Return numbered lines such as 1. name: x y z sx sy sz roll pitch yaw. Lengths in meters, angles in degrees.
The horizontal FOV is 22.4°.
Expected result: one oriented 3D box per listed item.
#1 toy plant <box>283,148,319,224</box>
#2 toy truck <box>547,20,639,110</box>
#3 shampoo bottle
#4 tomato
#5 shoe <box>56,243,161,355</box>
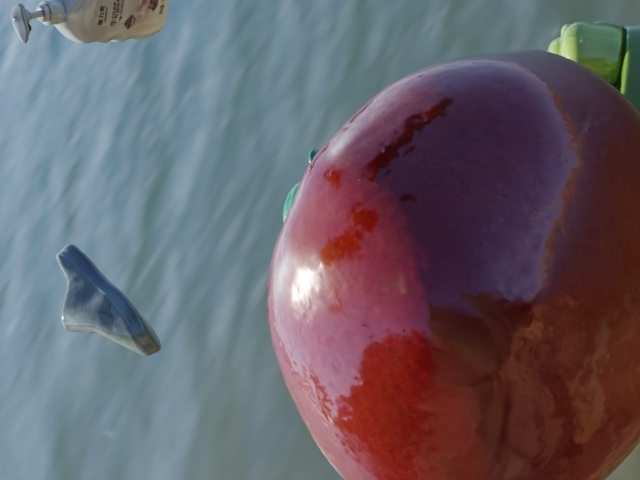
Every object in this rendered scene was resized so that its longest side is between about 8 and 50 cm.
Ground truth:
1. toy plant: 0.000 0.000 1.745 0.105 0.200 0.143 -11 -1 17
2. toy truck: 0.245 -0.109 1.398 0.187 0.210 0.148 -64 -4 -6
3. shampoo bottle: -0.200 -0.202 1.384 0.045 0.152 0.077 37 125 34
4. tomato: 0.109 0.036 0.974 0.226 0.298 0.298 33 90 44
5. shoe: -0.261 0.083 1.874 0.078 0.079 0.195 -40 54 -6
